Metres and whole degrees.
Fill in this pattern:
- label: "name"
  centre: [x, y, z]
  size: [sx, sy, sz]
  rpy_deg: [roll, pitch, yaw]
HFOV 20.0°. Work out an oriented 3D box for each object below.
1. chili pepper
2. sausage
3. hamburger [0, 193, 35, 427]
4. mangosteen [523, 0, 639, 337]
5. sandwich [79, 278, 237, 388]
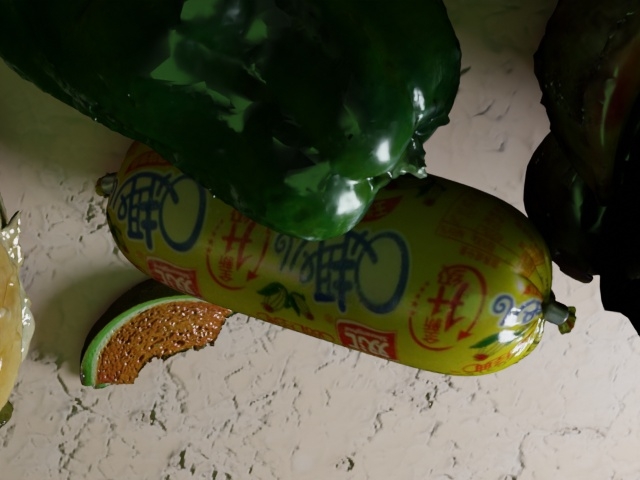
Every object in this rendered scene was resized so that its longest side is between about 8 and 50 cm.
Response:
- label: "chili pepper"
  centre: [-0.088, -0.159, 1.040]
  size: [0.385, 0.167, 0.213]
  rpy_deg: [40, 91, 2]
- label: "sausage"
  centre: [0.000, 0.000, 1.171]
  size: [0.347, 0.123, 0.123]
  rpy_deg: [16, 124, 24]
- label: "hamburger"
  centre: [-0.304, 0.074, 1.228]
  size: [0.330, 0.162, 0.209]
  rpy_deg: [-39, 116, 12]
- label: "mangosteen"
  centre: [0.330, -0.035, 1.100]
  size: [0.381, 0.381, 0.421]
  rpy_deg: [-42, 81, 18]
- label: "sandwich"
  centre: [-0.122, 0.062, 1.315]
  size: [0.135, 0.029, 0.067]
  rpy_deg: [-29, 125, 10]
